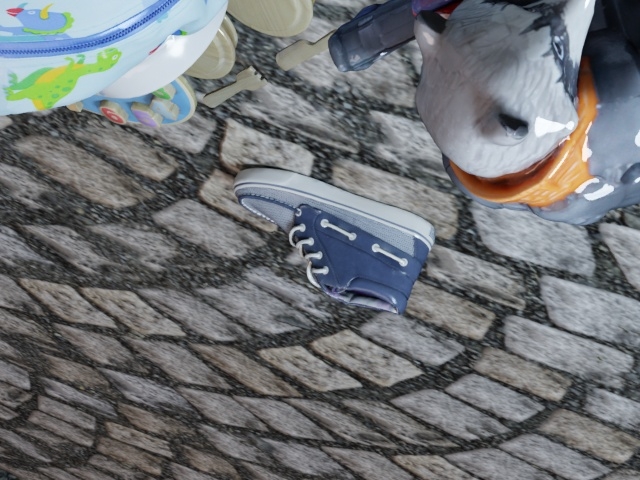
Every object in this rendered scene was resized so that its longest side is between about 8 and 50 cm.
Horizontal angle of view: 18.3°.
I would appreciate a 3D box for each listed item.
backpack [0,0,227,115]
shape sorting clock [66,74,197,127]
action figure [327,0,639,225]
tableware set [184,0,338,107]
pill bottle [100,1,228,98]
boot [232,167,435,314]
[{"bbox_3d":[-0.190,-0.219,0.942,0.355,0.290,0.273,47,155,9],"label":"backpack"},{"bbox_3d":[-0.202,-0.145,1.667,0.206,0.040,0.206,19,160,8],"label":"shape sorting clock"},{"bbox_3d":[0.186,-0.084,0.891,0.330,0.178,0.341,-7,170,-38],"label":"action figure"},{"bbox_3d":[-0.067,-0.175,1.464,0.128,0.039,0.194,43,148,-19],"label":"tableware set"},{"bbox_3d":[-0.197,-0.228,1.253,0.181,0.181,0.323,5,154,39],"label":"pill bottle"},{"bbox_3d":[0.000,0.000,1.761,0.190,0.086,0.069,16,159,15],"label":"boot"}]
